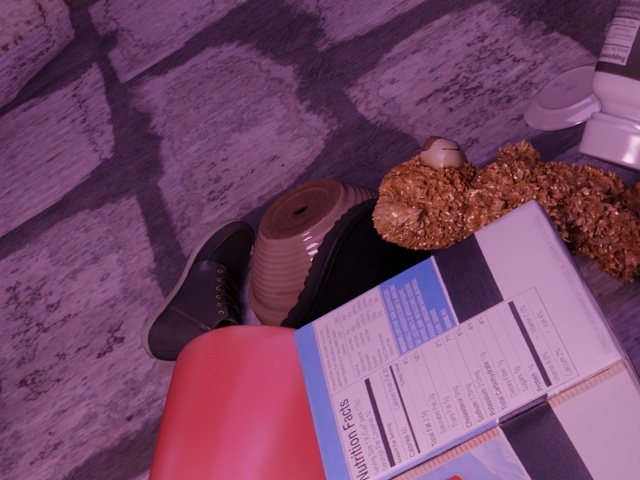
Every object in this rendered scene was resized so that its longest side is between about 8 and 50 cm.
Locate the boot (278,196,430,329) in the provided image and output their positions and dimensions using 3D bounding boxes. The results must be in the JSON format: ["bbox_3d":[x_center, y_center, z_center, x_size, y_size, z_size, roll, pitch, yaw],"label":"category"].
[{"bbox_3d":[0.103,0.081,1.620,0.260,0.131,0.348,-6,42,41],"label":"boot"}]

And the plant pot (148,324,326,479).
[{"bbox_3d":[-0.046,0.251,1.397,0.275,0.275,0.243,-9,45,35],"label":"plant pot"}]

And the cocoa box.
[{"bbox_3d":[0.165,0.196,1.162,0.228,0.347,0.231,-29,30,7],"label":"cocoa box"}]

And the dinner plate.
[{"bbox_3d":[0.326,-0.191,1.938,0.141,0.017,0.141,-24,28,14],"label":"dinner plate"}]

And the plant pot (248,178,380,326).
[{"bbox_3d":[0.000,0.000,1.865,0.237,0.110,0.237,-24,29,14],"label":"plant pot"}]

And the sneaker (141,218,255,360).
[{"bbox_3d":[-0.122,0.071,1.918,0.118,0.083,0.222,9,57,42],"label":"sneaker"}]

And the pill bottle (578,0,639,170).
[{"bbox_3d":[0.393,-0.209,1.637,0.161,0.161,0.283,25,98,56],"label":"pill bottle"}]

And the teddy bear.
[{"bbox_3d":[0.228,-0.044,1.606,0.338,0.113,0.245,17,34,23],"label":"teddy bear"}]
